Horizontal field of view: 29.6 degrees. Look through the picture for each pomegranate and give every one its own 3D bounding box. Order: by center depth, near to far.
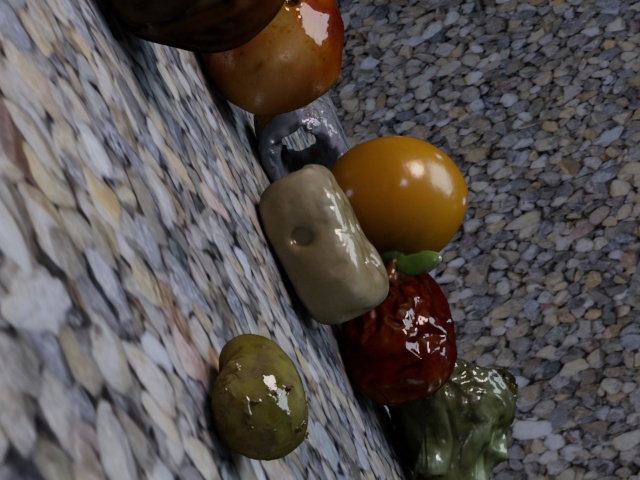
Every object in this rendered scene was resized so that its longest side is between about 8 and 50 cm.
[{"bbox_3d":[-0.065,-0.280,1.679,0.209,0.209,0.209,-24,90,-84],"label":"pomegranate"}]

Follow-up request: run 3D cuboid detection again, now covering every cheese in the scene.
[{"bbox_3d":[0.000,0.000,1.613,0.218,0.117,0.235,60,6,-28],"label":"cheese"}]

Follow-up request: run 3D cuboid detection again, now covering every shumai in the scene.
[{"bbox_3d":[0.191,0.312,1.898,0.256,0.189,0.218,128,-28,-55],"label":"shumai"}]

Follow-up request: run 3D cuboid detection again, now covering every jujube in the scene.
[{"bbox_3d":[0.115,0.138,1.815,0.250,0.174,0.174,-102,167,-59],"label":"jujube"}]

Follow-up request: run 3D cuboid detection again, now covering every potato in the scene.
[{"bbox_3d":[-0.048,0.124,0.972,0.138,0.070,0.091,-97,163,-70],"label":"potato"}]

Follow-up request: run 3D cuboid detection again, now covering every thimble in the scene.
[{"bbox_3d":[-0.030,-0.150,1.854,0.151,0.127,0.118,55,11,-39],"label":"thimble"}]

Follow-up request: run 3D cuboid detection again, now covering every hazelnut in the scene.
[{"bbox_3d":[-0.148,-0.304,1.218,0.251,0.217,0.217,48,17,-40],"label":"hazelnut"}]

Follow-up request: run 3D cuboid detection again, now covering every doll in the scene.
[{"bbox_3d":[0.105,-0.033,1.772,0.213,0.213,0.236,57,32,-55],"label":"doll"}]
